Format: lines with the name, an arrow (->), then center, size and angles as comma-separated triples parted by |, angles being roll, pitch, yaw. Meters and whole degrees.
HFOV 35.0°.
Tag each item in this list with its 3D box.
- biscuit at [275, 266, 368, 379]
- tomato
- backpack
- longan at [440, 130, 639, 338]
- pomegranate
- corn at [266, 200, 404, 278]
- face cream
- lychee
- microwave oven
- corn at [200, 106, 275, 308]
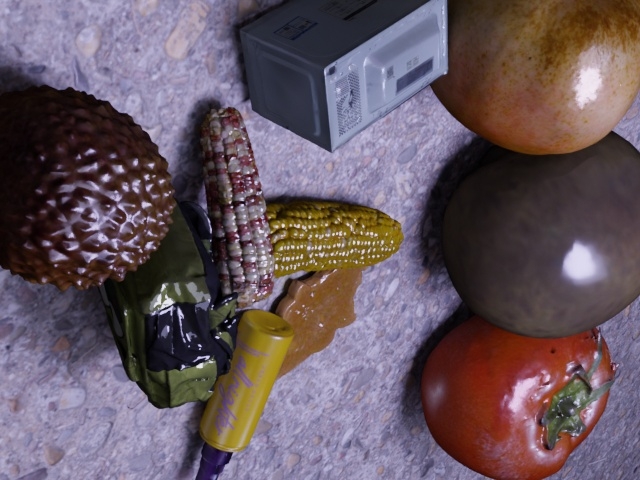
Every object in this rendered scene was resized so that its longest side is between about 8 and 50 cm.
biscuit -> -0.016, 0.113, 1.492 | 0.250, 0.035, 0.162 | -50, 138, -7
tomato -> 0.337, 0.249, 1.793 | 0.341, 0.272, 0.342 | -18, 119, -36
backpack -> -0.174, 0.074, 1.156 | 0.140, 0.207, 0.253 | -14, 140, -16
longan -> 0.363, -0.016, 1.591 | 0.361, 0.361, 0.361 | -27, 135, -31
pomegranate -> 0.278, -0.261, 1.291 | 0.319, 0.319, 0.319 | -27, 135, -31
corn -> -0.002, -0.004, 1.371 | 0.313, 0.102, 0.102 | -4, 120, -51
face cream -> -0.120, 0.233, 1.435 | 0.078, 0.078, 0.273 | 3, 115, -48
lychee -> -0.255, -0.051, 0.980 | 0.238, 0.200, 0.200 | 5, 114, -36
microwave oven -> 0.033, -0.216, 1.194 | 0.208, 0.162, 0.122 | -37, 140, -29
corn -> -0.101, -0.038, 1.199 | 0.079, 0.079, 0.237 | -13, 96, -41
